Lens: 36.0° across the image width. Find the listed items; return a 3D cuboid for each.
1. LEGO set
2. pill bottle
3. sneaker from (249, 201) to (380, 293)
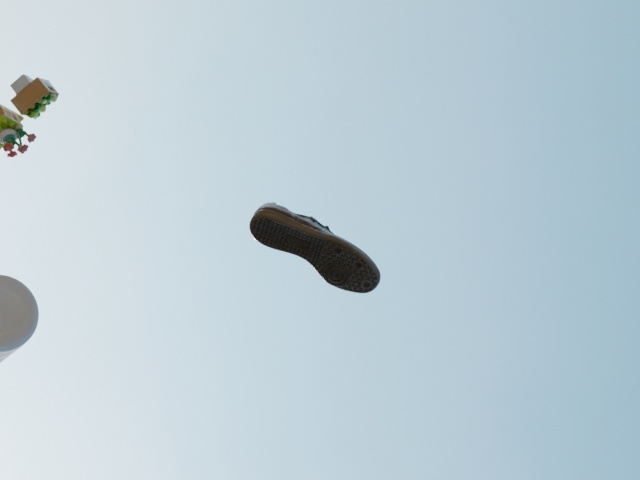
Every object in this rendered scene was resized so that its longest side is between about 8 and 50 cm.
[{"bbox_3d":[-0.441,-0.093,1.202,0.287,0.132,0.107,-22,-123,-20],"label":"LEGO set"},{"bbox_3d":[-0.530,0.138,1.541,0.221,0.121,0.121,-30,-145,52],"label":"pill bottle"},{"bbox_3d":[0.000,0.000,1.308,0.066,0.188,0.071,-60,-178,31],"label":"sneaker"}]
